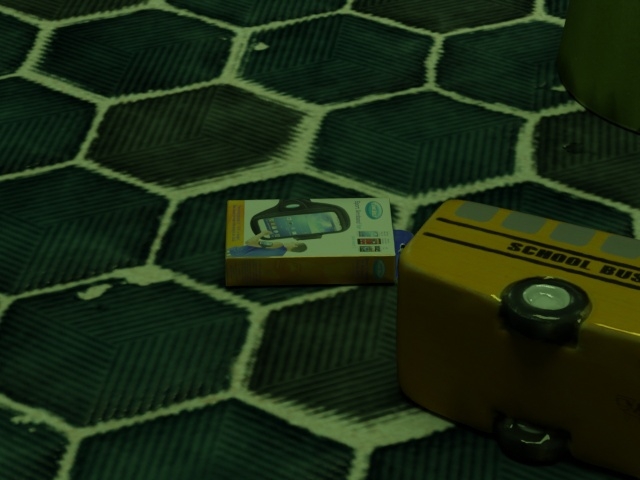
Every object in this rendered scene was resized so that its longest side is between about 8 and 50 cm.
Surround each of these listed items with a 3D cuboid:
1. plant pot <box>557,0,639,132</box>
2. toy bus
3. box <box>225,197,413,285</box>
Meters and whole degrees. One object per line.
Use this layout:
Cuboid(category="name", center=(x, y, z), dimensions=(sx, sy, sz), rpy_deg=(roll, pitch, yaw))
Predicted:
Cuboid(category="plant pot", center=(0.337, -0.267, 1.489), dimensions=(0.275, 0.293, 0.275), rpy_deg=(-1, 32, 0))
Cuboid(category="toy bus", center=(0.209, 0.075, 1.120), dimensions=(0.333, 0.108, 0.130), rpy_deg=(14, 33, 23))
Cuboid(category="box", center=(0.000, 0.000, 1.317), dimensions=(0.136, 0.028, 0.081), rpy_deg=(-3, 32, 0))
